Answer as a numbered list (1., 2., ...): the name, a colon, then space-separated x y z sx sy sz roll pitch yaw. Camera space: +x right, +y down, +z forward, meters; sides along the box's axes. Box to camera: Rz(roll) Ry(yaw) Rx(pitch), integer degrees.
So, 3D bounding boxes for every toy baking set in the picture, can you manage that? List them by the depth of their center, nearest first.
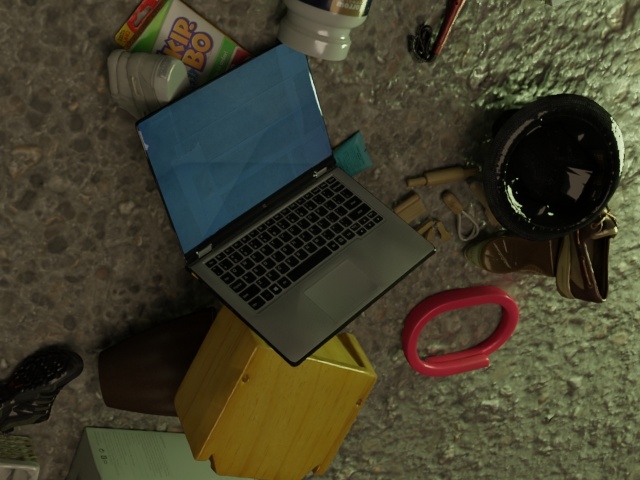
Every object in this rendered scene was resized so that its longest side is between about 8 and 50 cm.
1. toy baking set: 0.266 -0.069 2.069 0.256 0.030 0.197 -15 128 -15

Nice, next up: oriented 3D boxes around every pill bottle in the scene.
1. pill bottle: 0.022 -0.442 1.637 0.153 0.153 0.265 4 118 -27

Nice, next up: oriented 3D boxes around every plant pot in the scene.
1. plant pot: -0.303 0.251 1.913 0.230 0.215 0.215 -9 125 -3

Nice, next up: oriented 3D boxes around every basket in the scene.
1. basket: -0.631 0.472 1.946 0.113 0.103 0.167 12 114 -30

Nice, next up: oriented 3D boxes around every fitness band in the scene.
1. fitness band: 0.317 0.204 2.251 0.290 0.054 0.209 -9 121 -21

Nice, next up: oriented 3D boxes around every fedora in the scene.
1. fedora: 0.446 -0.164 2.008 0.333 0.152 0.334 -9 121 -16

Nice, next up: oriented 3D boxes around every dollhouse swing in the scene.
1. dollhouse swing: -0.129 0.222 1.838 0.346 0.305 0.315 21 100 -49

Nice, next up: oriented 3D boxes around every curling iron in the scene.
1. curling iron: 0.242 -0.445 1.810 0.068 0.035 0.274 18 111 -33

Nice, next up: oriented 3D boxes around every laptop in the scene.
1. laptop: -0.041 -0.079 1.673 0.382 0.408 0.236 -36 158 -33

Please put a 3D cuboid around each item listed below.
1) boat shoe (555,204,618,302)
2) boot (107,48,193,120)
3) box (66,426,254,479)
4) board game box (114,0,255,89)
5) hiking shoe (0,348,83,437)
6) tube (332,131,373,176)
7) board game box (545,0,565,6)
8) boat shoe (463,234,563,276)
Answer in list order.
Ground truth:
1. boat shoe: 0.587 -0.032 2.130 0.123 0.123 0.342 -4 102 -38
2. boot: -0.280 -0.230 1.682 0.258 0.123 0.095 84 27 -57
3. box: -0.343 0.534 2.078 0.345 0.168 0.215 10 115 -30
4. board game box: -0.213 -0.313 1.688 0.259 0.039 0.124 34 102 -34
5. hiking shoe: -0.541 0.291 1.899 0.226 0.086 0.114 -30 142 2
6. tube: 0.005 -0.124 1.900 0.207 0.052 0.080 -32 130 -10
7. board game box: 0.494 -0.521 1.885 0.154 0.026 0.103 -24 128 -9
8. boat shoe: 0.449 0.024 2.184 0.285 0.089 0.105 4 94 -30
